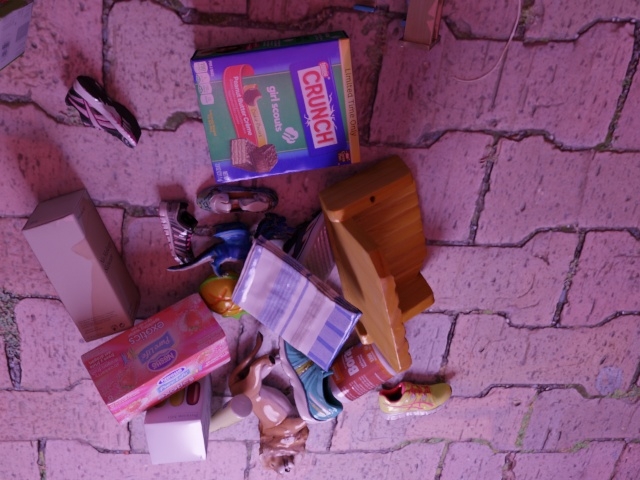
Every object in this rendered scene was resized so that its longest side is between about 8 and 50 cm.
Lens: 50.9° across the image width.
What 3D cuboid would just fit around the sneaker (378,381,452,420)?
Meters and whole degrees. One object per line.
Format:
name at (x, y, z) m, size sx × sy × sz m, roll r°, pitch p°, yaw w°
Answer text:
sneaker at (0.254, 0.422, 1.829) m, size 0.208 × 0.081 × 0.094 m, roll -18°, pitch 116°, yaw 4°

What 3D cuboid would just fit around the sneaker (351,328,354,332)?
sneaker at (-0.004, 0.188, 1.665) m, size 0.095 × 0.090 × 0.235 m, roll -36°, pitch 137°, yaw 9°

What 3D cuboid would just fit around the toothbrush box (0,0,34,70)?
toothbrush box at (-0.702, -0.419, 1.223) m, size 0.283 × 0.206 × 0.122 m, roll 18°, pitch 115°, yaw -15°

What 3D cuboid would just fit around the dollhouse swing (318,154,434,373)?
dollhouse swing at (0.180, 0.051, 1.436) m, size 0.315 × 0.305 × 0.347 m, roll -28°, pitch 120°, yaw -23°

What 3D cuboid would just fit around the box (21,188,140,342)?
box at (-0.533, 0.058, 1.527) m, size 0.121 × 0.148 × 0.311 m, roll -17°, pitch 119°, yaw 3°

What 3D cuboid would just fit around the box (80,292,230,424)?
box at (-0.375, 0.273, 1.565) m, size 0.300 × 0.142 × 0.154 m, roll -29°, pitch 154°, yaw -20°

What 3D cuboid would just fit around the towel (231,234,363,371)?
towel at (-0.062, 0.141, 1.471) m, size 0.285 × 0.034 × 0.209 m, roll 36°, pitch 127°, yaw 12°

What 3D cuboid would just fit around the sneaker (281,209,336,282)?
sneaker at (0.000, 0.000, 1.569) m, size 0.126 × 0.127 × 0.321 m, roll 41°, pitch 83°, yaw -28°

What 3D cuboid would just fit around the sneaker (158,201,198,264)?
sneaker at (-0.314, -0.017, 1.552) m, size 0.074 × 0.063 × 0.170 m, roll -12°, pitch 114°, yaw 8°

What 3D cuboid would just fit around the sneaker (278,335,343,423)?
sneaker at (-0.022, 0.318, 1.686) m, size 0.110 × 0.107 × 0.275 m, roll -23°, pitch 85°, yaw 25°

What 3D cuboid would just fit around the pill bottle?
pill bottle at (0.086, 0.346, 1.749) m, size 0.216 × 0.121 × 0.121 m, roll -34°, pitch 116°, yaw 12°

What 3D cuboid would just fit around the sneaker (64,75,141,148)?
sneaker at (-0.458, -0.261, 1.418) m, size 0.077 × 0.072 × 0.178 m, roll -34°, pitch 108°, yaw 25°

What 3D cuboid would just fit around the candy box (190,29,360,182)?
candy box at (-0.085, -0.278, 1.404) m, size 0.317 × 0.122 × 0.268 m, roll -9°, pitch 118°, yaw -2°

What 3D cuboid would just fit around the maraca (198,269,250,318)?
maraca at (-0.218, 0.137, 1.628) m, size 0.127 × 0.099 × 0.186 m, roll -15°, pitch 140°, yaw 13°

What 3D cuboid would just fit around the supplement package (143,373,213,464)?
supplement package at (-0.347, 0.416, 1.676) m, size 0.139 × 0.244 × 0.134 m, roll -4°, pitch 118°, yaw -4°

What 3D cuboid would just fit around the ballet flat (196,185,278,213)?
ballet flat at (-0.189, -0.089, 1.527) m, size 0.188 × 0.070 × 0.070 m, roll -5°, pitch 118°, yaw -3°

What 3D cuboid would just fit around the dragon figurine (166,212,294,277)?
dragon figurine at (-0.207, 0.005, 1.550) m, size 0.289 × 0.085 × 0.144 m, roll -1°, pitch 107°, yaw -10°

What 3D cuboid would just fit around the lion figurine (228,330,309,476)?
lion figurine at (-0.137, 0.436, 1.787) m, size 0.240 × 0.142 × 0.392 m, roll -29°, pitch 103°, yaw 20°

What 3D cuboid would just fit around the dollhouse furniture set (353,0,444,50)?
dollhouse furniture set at (0.150, -0.469, 1.342) m, size 0.183 × 0.129 × 0.129 m, roll 14°, pitch 119°, yaw 14°

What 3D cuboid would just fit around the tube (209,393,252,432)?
tube at (-0.250, 0.460, 1.745) m, size 0.070 × 0.062 × 0.240 m, roll 20°, pitch 144°, yaw -23°
